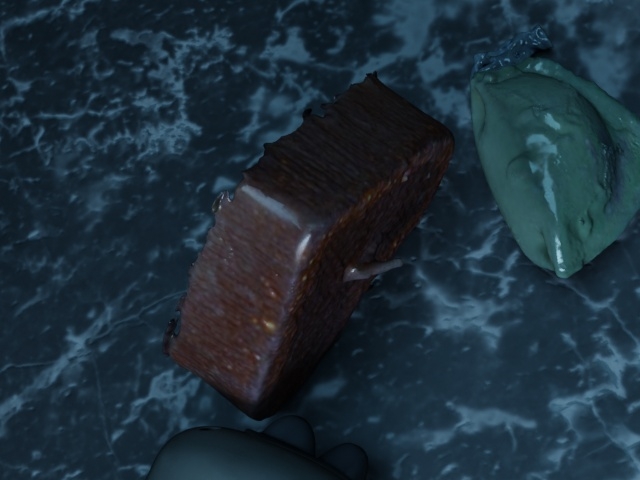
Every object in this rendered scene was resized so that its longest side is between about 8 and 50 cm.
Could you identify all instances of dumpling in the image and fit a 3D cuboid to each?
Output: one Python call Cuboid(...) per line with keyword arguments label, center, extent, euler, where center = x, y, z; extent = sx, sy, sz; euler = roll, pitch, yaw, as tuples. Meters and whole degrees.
Cuboid(label="dumpling", center=(0.219, -0.073, 1.327), extent=(0.149, 0.105, 0.217), euler=(-20, 69, 15))

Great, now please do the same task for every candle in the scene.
Cuboid(label="candle", center=(0.000, 0.000, 1.277), extent=(0.131, 0.287, 0.317), euler=(33, 83, 14))

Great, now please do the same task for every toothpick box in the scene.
Cuboid(label="toothpick box", center=(-0.070, 0.301, 1.264), extent=(0.229, 0.229, 0.316), euler=(21, 81, 17))

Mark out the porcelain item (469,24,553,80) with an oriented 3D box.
Cuboid(label="porcelain item", center=(0.178, -0.172, 1.404), extent=(0.083, 0.028, 0.036), euler=(-29, 55, 7))
